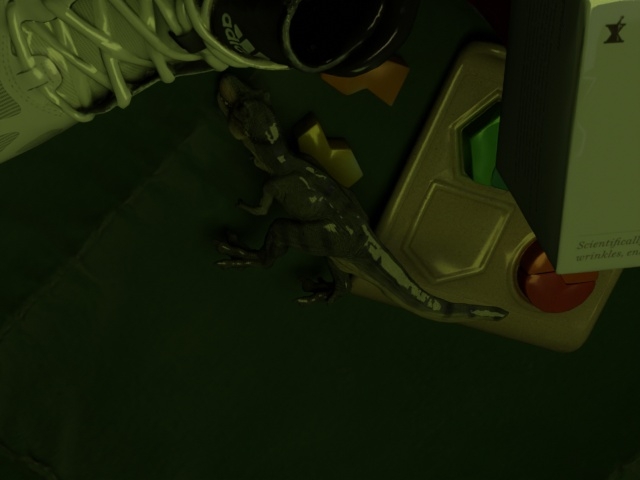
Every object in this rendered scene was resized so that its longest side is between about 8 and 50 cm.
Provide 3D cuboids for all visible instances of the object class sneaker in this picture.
[{"bbox_3d":[-0.109,-0.152,1.199,0.447,0.257,0.169,-37,123,7],"label":"sneaker"}]

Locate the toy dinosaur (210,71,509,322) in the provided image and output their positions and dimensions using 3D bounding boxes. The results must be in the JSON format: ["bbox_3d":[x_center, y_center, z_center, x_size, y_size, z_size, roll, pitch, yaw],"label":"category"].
[{"bbox_3d":[0.000,0.000,1.418,0.268,0.064,0.118,42,131,-16],"label":"toy dinosaur"}]

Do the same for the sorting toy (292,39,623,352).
[{"bbox_3d":[0.115,-0.036,1.466,0.307,0.041,0.229,16,114,-25],"label":"sorting toy"}]

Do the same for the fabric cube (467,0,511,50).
[{"bbox_3d":[0.241,-0.239,1.254,0.254,0.259,0.258,-13,125,-10],"label":"fabric cube"}]

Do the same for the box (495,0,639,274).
[{"bbox_3d":[0.205,-0.092,1.108,0.181,0.119,0.182,-5,124,-11],"label":"box"}]
